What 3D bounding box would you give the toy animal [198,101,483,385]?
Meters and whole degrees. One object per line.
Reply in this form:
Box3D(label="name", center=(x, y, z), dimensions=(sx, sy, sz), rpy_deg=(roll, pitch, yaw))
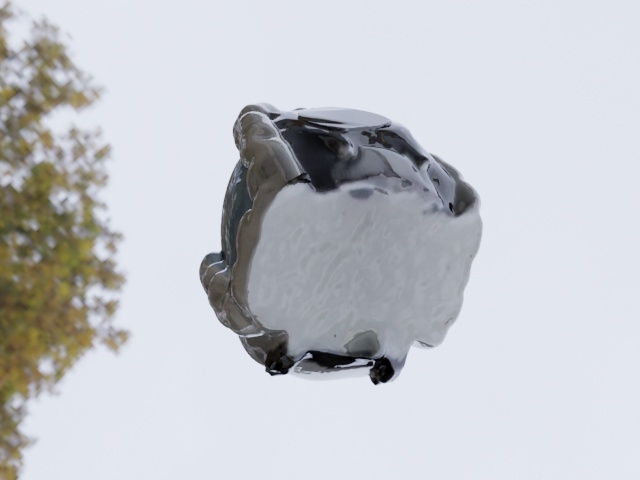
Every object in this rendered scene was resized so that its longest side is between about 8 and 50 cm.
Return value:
Box3D(label="toy animal", center=(0.000, 0.000, 1.173), dimensions=(0.156, 0.208, 0.204), rpy_deg=(29, -72, 54))
